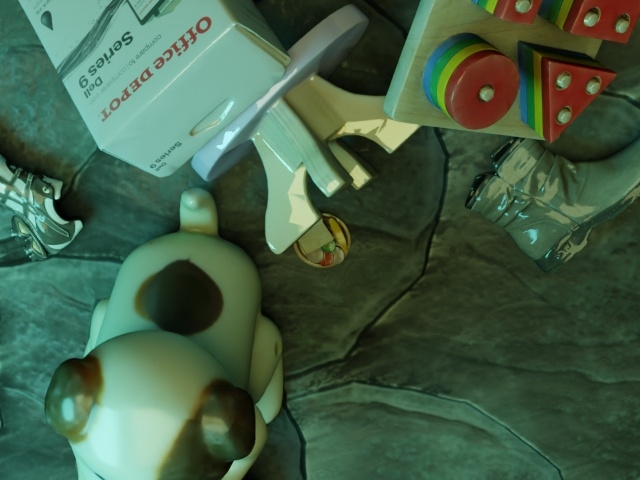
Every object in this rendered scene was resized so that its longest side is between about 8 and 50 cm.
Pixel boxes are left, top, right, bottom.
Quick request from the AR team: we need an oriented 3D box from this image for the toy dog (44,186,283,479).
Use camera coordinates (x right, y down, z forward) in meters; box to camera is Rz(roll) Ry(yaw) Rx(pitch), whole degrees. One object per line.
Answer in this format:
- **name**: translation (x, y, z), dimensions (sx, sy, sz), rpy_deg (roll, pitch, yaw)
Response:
- **toy dog**: translation (-0.167, 0.167, 1.293), dimensions (0.284, 0.408, 0.395), rpy_deg (19, 109, -4)

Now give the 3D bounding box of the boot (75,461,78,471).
- **boot**: translation (-0.201, 0.353, 1.521), dimensions (0.207, 0.248, 0.090), rpy_deg (17, 80, 31)

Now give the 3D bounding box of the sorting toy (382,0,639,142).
- **sorting toy**: translation (0.232, -0.224, 1.186), dimensions (0.257, 0.089, 0.255), rpy_deg (2, 120, -33)

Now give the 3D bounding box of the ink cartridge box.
- **ink cartridge box**: translation (-0.197, -0.250, 1.223), dimensions (0.211, 0.121, 0.289), rpy_deg (-41, 62, 14)

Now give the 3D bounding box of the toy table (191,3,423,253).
- **toy table**: translation (-0.007, -0.126, 1.284), dimensions (0.161, 0.252, 0.274), rpy_deg (48, 113, 4)

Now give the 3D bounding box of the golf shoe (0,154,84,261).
- **golf shoe**: translation (-0.389, -0.072, 1.408), dimensions (0.094, 0.077, 0.198), rpy_deg (-32, 111, 2)

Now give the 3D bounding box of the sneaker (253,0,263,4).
- **sneaker**: translation (-0.063, -0.369, 1.276), dimensions (0.067, 0.078, 0.188), rpy_deg (15, 109, -2)

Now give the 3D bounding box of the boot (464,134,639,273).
- **boot**: translation (0.310, -0.088, 1.355), dimensions (0.161, 0.083, 0.246), rpy_deg (42, 105, -5)

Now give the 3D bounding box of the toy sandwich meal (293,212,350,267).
- **toy sandwich meal**: translation (0.000, 0.000, 1.425), dimensions (0.085, 0.029, 0.085), rpy_deg (1, 109, 3)
